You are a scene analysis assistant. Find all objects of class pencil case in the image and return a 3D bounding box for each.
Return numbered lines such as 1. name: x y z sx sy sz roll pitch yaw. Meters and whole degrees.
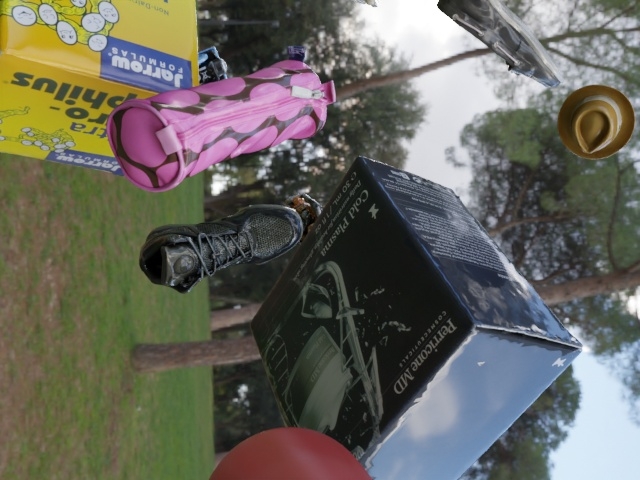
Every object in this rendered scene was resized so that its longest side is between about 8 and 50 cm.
1. pencil case: -0.083 -0.112 0.618 0.098 0.209 0.095 10 -60 40

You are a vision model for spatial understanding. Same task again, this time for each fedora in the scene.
1. fedora: 0.668 -0.279 1.645 0.079 0.194 0.194 -46 146 -49

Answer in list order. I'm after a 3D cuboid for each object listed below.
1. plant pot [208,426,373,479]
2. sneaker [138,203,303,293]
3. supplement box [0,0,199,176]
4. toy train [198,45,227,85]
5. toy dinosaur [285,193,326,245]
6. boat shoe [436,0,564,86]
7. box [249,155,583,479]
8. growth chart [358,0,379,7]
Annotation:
1. plant pot: -0.013 0.391 0.846 0.243 0.274 0.275 159 -75 -73
2. sneaker: -0.135 0.014 0.897 0.130 0.227 0.087 -89 171 -70
3. supplement box: -0.268 -0.281 0.749 0.195 0.194 0.357 -30 -120 49
4. toy train: -0.246 -0.270 1.134 0.105 0.184 0.080 -111 179 -60
5. toy dinosaur: 0.000 0.000 1.774 0.322 0.164 0.219 -110 -169 -51
6. boat shoe: 0.367 -0.412 1.369 0.095 0.335 0.112 -37 -146 29
7. box: 0.141 0.183 1.303 0.480 0.297 0.472 -57 -141 25
8. growth chart: -0.009 -0.430 1.138 0.172 0.237 0.021 -92 -163 -70
